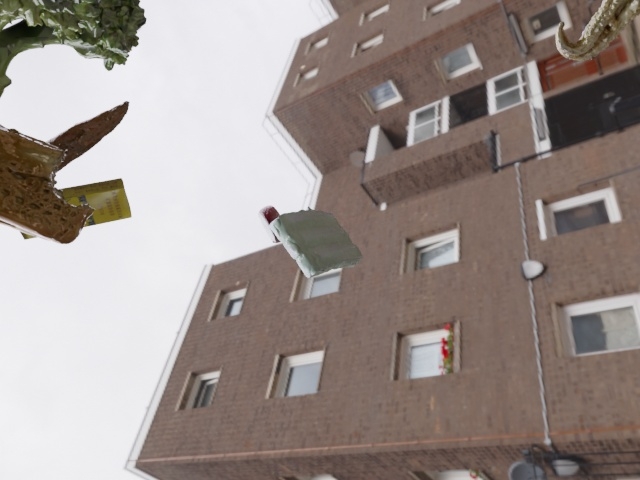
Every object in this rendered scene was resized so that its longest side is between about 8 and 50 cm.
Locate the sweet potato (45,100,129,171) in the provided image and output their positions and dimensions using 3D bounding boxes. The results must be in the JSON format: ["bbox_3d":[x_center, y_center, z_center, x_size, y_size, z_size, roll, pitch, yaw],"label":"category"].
[{"bbox_3d":[-0.515,-0.188,1.080,0.072,0.314,0.066,52,173,38],"label":"sweet potato"}]

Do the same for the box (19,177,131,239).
[{"bbox_3d":[-0.646,-0.083,1.391,0.278,0.153,0.041,-14,-115,-18],"label":"box"}]

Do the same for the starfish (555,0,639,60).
[{"bbox_3d":[0.567,-0.538,0.942,0.432,0.323,0.083,67,-170,-52],"label":"starfish"}]

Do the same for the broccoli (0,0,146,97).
[{"bbox_3d":[-0.457,-0.244,0.603,0.353,0.397,0.275,48,-162,-29],"label":"broccoli"}]

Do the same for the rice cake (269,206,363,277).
[{"bbox_3d":[0.000,0.000,0.950,0.127,0.043,0.237,54,-161,9],"label":"rice cake"}]

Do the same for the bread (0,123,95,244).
[{"bbox_3d":[-0.606,-0.134,0.982,0.380,0.109,0.185,25,-103,-20],"label":"bread"}]

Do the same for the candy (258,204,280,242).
[{"bbox_3d":[-0.124,-0.042,1.393,0.043,0.103,0.103,-29,-76,-16],"label":"candy"}]
